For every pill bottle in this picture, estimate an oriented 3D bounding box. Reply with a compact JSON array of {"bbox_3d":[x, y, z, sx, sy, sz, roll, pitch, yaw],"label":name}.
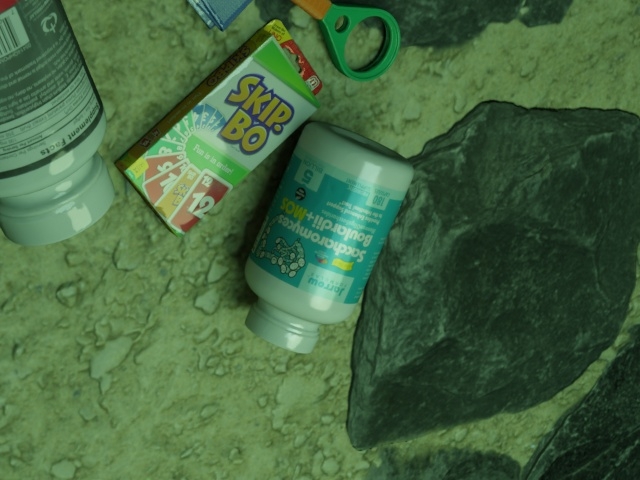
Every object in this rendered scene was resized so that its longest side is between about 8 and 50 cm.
[{"bbox_3d":[-0.325,-0.156,1.753,0.176,0.176,0.318,-31,126,-18],"label":"pill bottle"},{"bbox_3d":[0.000,0.000,2.062,0.146,0.146,0.264,15,103,-37],"label":"pill bottle"}]

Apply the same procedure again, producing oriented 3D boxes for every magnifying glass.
[{"bbox_3d":[0.016,-0.262,2.011,0.231,0.026,0.092,32,92,-48],"label":"magnifying glass"}]

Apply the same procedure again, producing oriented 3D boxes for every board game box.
[{"bbox_3d":[-0.109,-0.133,2.001,0.259,0.039,0.124,-45,129,-11],"label":"board game box"}]

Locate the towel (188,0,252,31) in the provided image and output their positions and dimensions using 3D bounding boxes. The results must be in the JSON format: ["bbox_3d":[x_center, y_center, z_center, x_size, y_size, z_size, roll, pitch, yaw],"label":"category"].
[{"bbox_3d":[-0.124,-0.390,1.868,0.209,0.034,0.285,-47,131,-8],"label":"towel"}]
